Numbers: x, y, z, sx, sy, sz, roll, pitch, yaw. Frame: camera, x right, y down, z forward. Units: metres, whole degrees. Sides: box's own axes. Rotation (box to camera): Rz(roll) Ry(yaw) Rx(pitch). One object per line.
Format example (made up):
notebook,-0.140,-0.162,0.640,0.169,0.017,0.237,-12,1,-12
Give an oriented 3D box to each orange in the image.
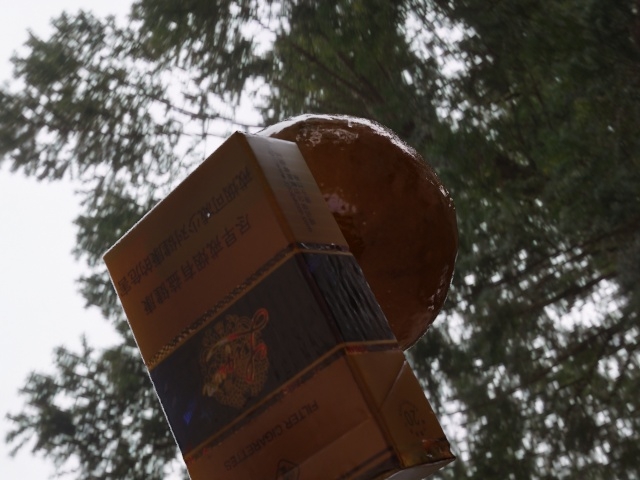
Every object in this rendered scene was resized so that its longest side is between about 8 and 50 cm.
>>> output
orange,0.000,0.000,0.877,0.240,0.171,0.240,5,-58,9

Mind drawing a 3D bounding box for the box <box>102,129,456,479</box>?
box,-0.037,0.070,0.650,0.152,0.070,0.237,-39,-113,28
